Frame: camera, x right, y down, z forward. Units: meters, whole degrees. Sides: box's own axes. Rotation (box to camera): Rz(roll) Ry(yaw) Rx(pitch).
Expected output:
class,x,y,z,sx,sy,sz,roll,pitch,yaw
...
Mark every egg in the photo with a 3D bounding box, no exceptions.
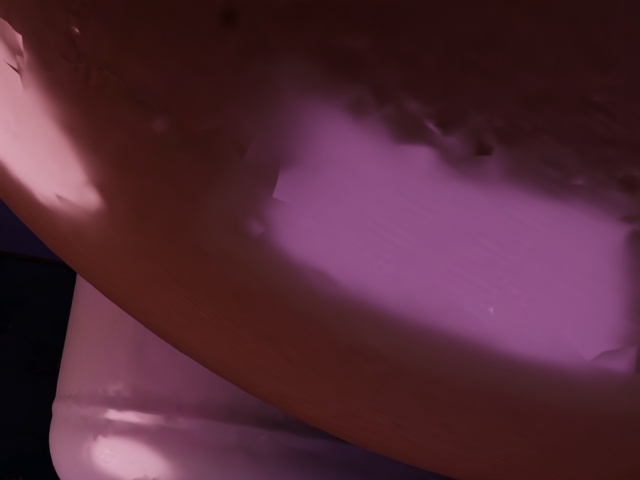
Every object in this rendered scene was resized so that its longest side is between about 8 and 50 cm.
class,x,y,z,sx,sy,sz,roll,pitch,yaw
egg,0.061,-0.089,0.505,0.374,0.301,0.301,24,166,-23

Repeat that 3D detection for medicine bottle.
class,x,y,z,sx,sy,sz,roll,pitch,yaw
medicine bottle,0.009,-0.007,1.002,0.256,0.325,0.256,10,170,2
